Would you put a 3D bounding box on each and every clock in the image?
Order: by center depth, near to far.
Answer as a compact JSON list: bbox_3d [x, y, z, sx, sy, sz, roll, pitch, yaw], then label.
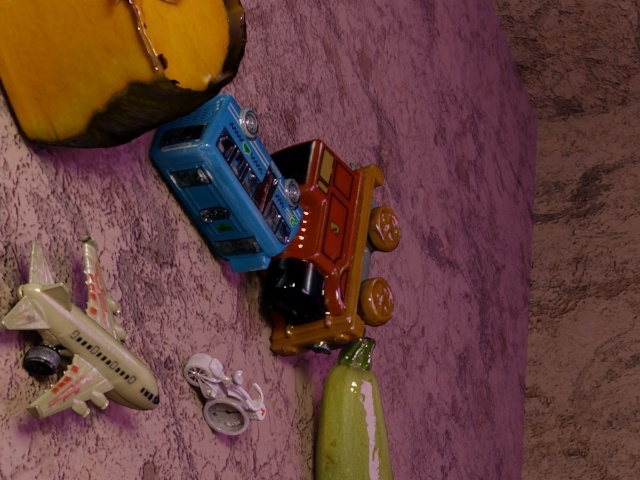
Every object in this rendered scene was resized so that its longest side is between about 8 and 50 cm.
[{"bbox_3d":[-0.129,0.202,1.530,0.129,0.087,0.041,61,30,-24],"label":"clock"}]

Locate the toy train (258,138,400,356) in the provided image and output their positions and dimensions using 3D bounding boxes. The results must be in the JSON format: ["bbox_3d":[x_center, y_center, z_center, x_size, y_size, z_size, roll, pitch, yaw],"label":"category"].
[{"bbox_3d":[0.000,0.000,1.800,0.231,0.163,0.369,42,44,-38],"label":"toy train"}]

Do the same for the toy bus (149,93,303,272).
[{"bbox_3d":[-0.126,-0.077,1.587,0.246,0.113,0.134,59,36,-38],"label":"toy bus"}]

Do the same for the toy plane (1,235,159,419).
[{"bbox_3d":[-0.257,0.117,1.251,0.244,0.092,0.229,60,29,-42],"label":"toy plane"}]

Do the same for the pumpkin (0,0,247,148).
[{"bbox_3d":[-0.225,-0.258,1.285,0.256,0.225,0.303,55,35,-42],"label":"pumpkin"}]

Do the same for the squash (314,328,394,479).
[{"bbox_3d":[0.040,0.281,1.819,0.137,0.137,0.288,-13,96,-66],"label":"squash"}]
